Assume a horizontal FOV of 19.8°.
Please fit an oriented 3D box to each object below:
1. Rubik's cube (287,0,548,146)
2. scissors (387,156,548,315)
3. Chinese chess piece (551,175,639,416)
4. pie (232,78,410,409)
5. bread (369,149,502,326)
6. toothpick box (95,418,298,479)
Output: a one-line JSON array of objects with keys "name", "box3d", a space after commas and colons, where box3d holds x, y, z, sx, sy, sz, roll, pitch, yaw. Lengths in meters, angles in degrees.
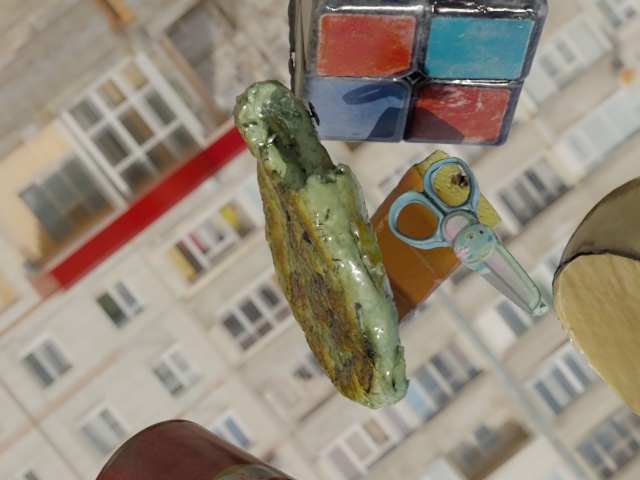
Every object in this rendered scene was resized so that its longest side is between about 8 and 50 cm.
[{"name": "Rubik's cube", "box3d": [0.123, -0.341, 2.529, 0.313, 0.318, 0.316, 99, -10, -56]}, {"name": "scissors", "box3d": [0.189, 0.005, 2.217, 0.125, 0.256, 0.030, -46, 145, 3]}, {"name": "Chinese chess piece", "box3d": [0.290, 0.064, 1.353, 0.103, 0.250, 0.250, -43, -173, -22]}, {"name": "pie", "box3d": [0.001, 0.005, 1.533, 0.067, 0.302, 0.302, -23, -176, -9]}, {"name": "bread", "box3d": [0.120, 0.016, 2.550, 0.077, 0.138, 0.361, -38, 173, -32]}, {"name": "toothpick box", "box3d": [-0.062, 0.332, 1.834, 0.333, 0.204, 0.204, 25, -125, 40]}]
